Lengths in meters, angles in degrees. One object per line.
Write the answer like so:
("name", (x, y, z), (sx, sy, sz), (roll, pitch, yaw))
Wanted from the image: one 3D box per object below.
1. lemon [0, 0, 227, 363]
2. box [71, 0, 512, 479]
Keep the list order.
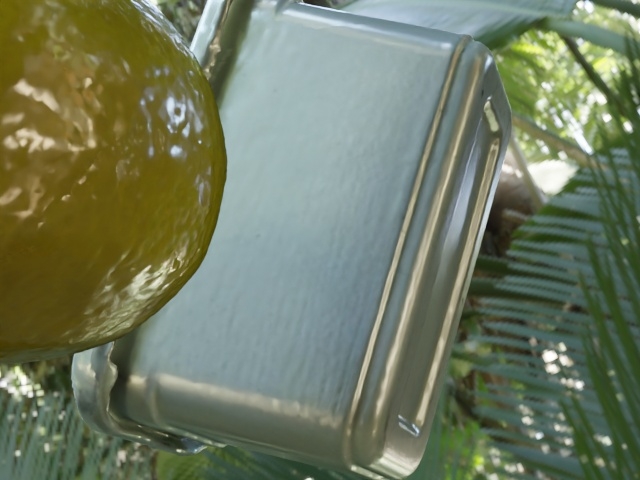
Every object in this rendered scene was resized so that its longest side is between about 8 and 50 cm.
("lemon", (-0.132, -0.038, 0.427), (0.184, 0.184, 0.248), (-36, -24, 19))
("box", (0.000, 0.000, 0.651), (0.182, 0.312, 0.175), (12, -14, 23))
